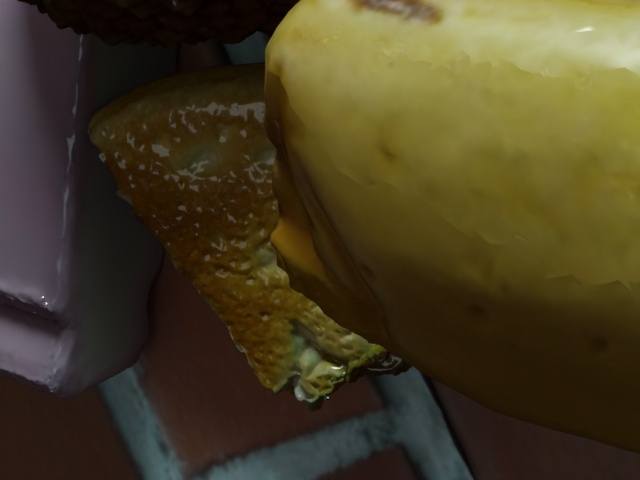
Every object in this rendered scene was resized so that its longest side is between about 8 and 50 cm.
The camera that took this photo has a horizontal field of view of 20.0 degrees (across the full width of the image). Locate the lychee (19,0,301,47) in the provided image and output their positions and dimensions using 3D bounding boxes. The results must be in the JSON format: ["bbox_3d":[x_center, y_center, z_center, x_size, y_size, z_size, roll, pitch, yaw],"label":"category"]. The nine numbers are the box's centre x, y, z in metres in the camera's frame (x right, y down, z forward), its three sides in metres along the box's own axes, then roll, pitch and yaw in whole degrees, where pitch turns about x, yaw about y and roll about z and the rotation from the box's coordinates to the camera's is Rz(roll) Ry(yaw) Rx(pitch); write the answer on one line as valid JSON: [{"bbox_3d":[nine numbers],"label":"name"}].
[{"bbox_3d":[-0.057,-0.219,1.010,0.271,0.271,0.271,9,109,30],"label":"lychee"}]

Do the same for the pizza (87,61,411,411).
[{"bbox_3d":[0.000,0.000,1.109,0.289,0.081,0.229,8,114,16],"label":"pizza"}]

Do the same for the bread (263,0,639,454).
[{"bbox_3d":[0.175,-0.046,0.858,0.394,0.361,0.250,12,124,34],"label":"bread"}]

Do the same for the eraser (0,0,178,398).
[{"bbox_3d":[-0.280,-0.077,1.248,0.359,0.122,0.272,18,113,26],"label":"eraser"}]
